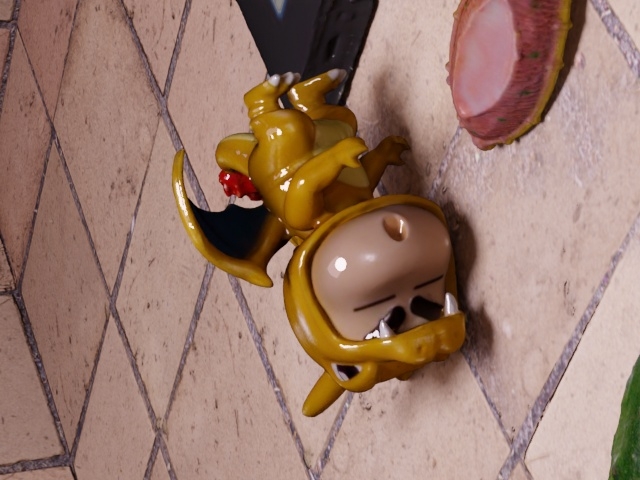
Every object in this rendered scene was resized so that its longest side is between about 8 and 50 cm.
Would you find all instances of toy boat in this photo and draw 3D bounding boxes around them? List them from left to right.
[{"bbox_3d":[0.200,-0.208,1.991,0.141,0.099,0.318,40,137,22],"label":"toy boat"}]

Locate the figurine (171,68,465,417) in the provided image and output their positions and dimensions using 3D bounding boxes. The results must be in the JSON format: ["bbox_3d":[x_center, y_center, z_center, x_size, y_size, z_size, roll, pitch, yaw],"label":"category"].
[{"bbox_3d":[0.017,-0.004,2.260,0.387,0.268,0.401,65,-173,6],"label":"figurine"}]

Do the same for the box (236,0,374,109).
[{"bbox_3d":[-0.028,-0.383,2.475,0.359,0.091,0.350,109,148,-43],"label":"box"}]

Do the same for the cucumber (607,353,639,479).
[{"bbox_3d":[0.341,0.193,1.729,0.145,0.105,0.325,-133,47,-55],"label":"cucumber"}]
